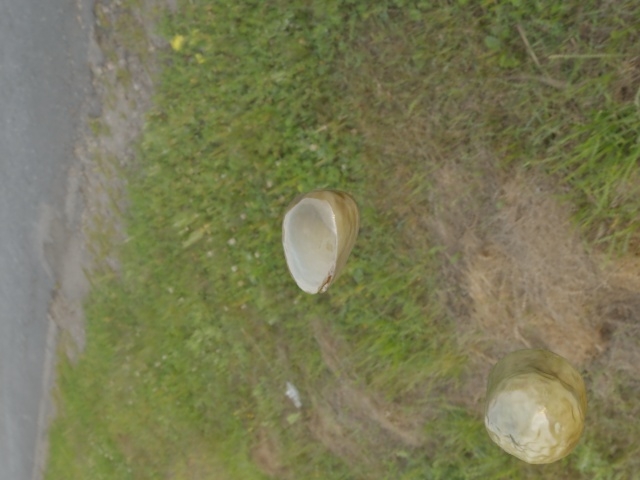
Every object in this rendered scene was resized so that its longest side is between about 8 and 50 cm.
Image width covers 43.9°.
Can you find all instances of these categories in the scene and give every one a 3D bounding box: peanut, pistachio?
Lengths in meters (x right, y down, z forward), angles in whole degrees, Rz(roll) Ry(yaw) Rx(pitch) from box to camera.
[{"bbox_3d":[0.268,0.202,0.985,0.129,0.129,0.224,58,-166,0],"label":"peanut"},{"bbox_3d":[0.000,0.000,1.131,0.185,0.108,0.126,103,150,-47],"label":"pistachio"}]
